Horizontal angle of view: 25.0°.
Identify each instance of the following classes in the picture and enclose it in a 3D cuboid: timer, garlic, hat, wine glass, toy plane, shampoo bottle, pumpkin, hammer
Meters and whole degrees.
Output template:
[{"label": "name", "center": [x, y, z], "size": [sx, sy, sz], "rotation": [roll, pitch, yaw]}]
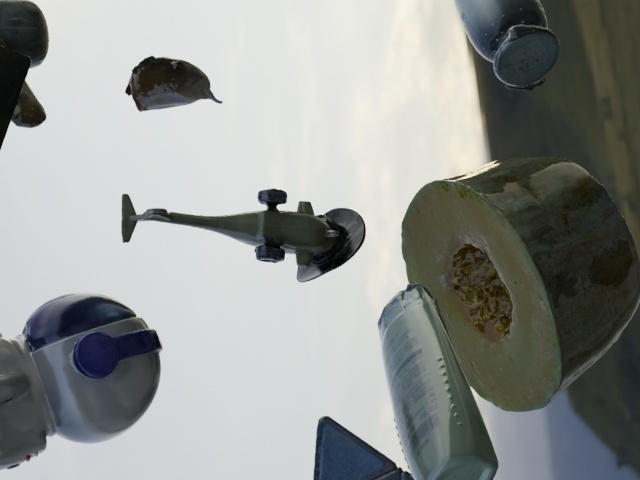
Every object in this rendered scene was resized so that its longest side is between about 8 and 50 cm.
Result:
[{"label": "timer", "center": [-0.322, 0.149, 1.264], "size": [0.270, 0.383, 0.270], "rotation": [53, 153, 42]}, {"label": "garlic", "center": [-0.216, -0.231, 2.143], "size": [0.066, 0.152, 0.084], "rotation": [52, -145, -77]}, {"label": "hat", "center": [0.000, 0.000, 1.908], "size": [0.050, 0.121, 0.121], "rotation": [42, -143, -33]}, {"label": "wine glass", "center": [0.255, -0.311, 2.021], "size": [0.111, 0.111, 0.204], "rotation": [67, -178, -48]}, {"label": "toy plane", "center": [-0.107, -0.017, 1.808], "size": [0.286, 0.108, 0.092], "rotation": [7, -101, -32]}, {"label": "shampoo bottle", "center": [0.082, 0.113, 1.070], "size": [0.072, 0.049, 0.212], "rotation": [-60, 21, 26]}, {"label": "pumpkin", "center": [0.282, 0.047, 1.949], "size": [0.332, 0.199, 0.332], "rotation": [39, 140, 44]}, {"label": "hammer", "center": [-0.468, -0.252, 2.098], "size": [0.305, 0.201, 0.113], "rotation": [55, 143, 44]}]

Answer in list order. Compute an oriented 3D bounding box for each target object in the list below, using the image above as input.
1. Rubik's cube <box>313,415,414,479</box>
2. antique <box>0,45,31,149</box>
[{"label": "Rubik's cube", "center": [0.087, 0.353, 1.586], "size": [0.233, 0.228, 0.228], "rotation": [-111, 37, -46]}, {"label": "antique", "center": [-0.464, -0.154, 1.890], "size": [0.081, 0.080, 0.221], "rotation": [19, -89, -46]}]
